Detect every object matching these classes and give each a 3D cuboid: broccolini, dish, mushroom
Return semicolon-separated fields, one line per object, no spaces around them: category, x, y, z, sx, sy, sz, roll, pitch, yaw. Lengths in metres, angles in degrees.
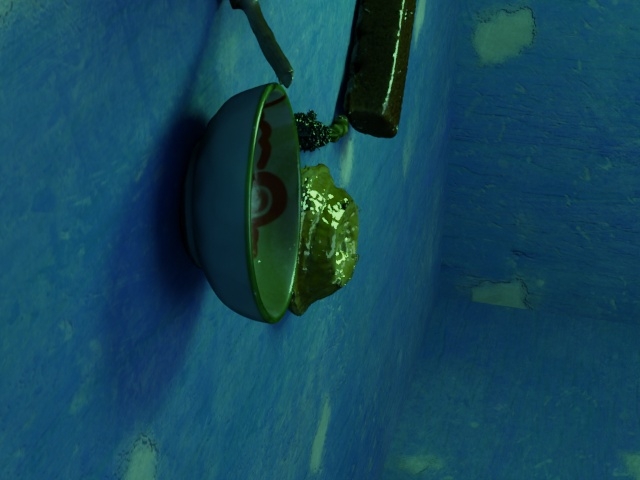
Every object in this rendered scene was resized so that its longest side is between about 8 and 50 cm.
broccolini;0.001;-0.216;2.031;0.392;0.078;0.074;-56;141;-77
dish;-0.115;-0.051;1.463;0.324;0.124;0.324;1;90;-80
mushroom;-0.073;-0.286;1.445;0.187;0.061;0.060;62;0;9

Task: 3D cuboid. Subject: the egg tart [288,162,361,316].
egg tart;0.000;0.000;1.996;0.290;0.115;0.291;6;90;-76

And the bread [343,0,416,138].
bread;0.133;-0.436;2.306;0.165;0.113;0.417;55;43;-72
